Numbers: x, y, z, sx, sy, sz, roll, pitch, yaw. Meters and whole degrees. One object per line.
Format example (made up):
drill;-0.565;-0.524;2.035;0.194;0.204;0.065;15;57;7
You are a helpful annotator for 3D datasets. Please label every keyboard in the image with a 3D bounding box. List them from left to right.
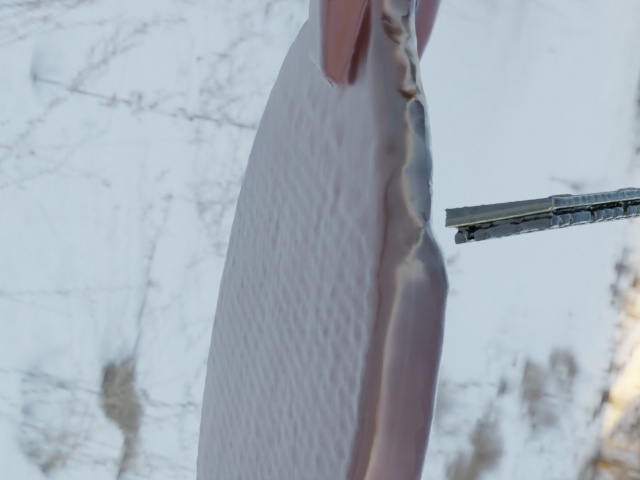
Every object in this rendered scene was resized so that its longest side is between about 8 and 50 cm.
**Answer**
keyboard;0.224;-0.026;1.044;0.317;0.106;0.027;-7;90;-47

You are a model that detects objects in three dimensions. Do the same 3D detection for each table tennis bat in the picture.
table tennis bat;0.000;0.000;0.526;0.268;0.051;0.414;-119;-141;-66
